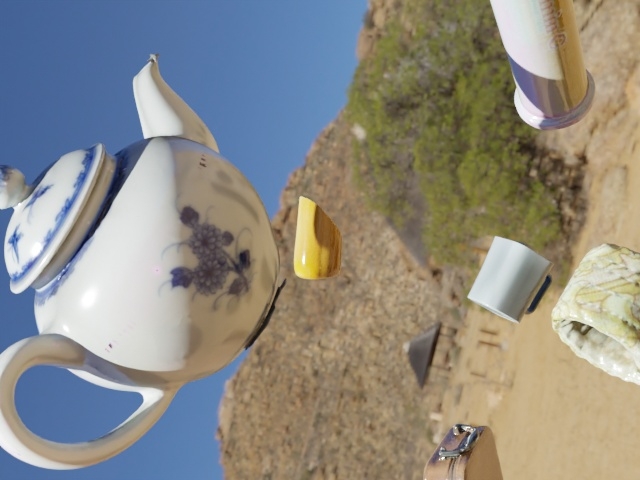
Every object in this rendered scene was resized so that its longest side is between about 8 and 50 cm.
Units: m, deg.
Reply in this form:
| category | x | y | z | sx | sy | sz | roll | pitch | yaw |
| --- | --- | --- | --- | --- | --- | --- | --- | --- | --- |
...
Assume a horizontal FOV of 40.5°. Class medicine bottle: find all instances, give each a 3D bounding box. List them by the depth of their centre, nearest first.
| category | x | y | z | sx | sy | sz | roll | pitch | yaw |
| --- | --- | --- | --- | --- | --- | --- | --- | --- | --- |
| medicine bottle | 0.247 | -0.287 | 1.010 | 0.426 | 0.108 | 0.108 | 51 | -128 | -56 |

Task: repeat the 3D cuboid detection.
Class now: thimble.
| category | x | y | z | sx | sy | sz | roll | pitch | yaw |
| --- | --- | --- | --- | --- | --- | --- | --- | --- | --- |
| thimble | 0.451 | 0.111 | 1.288 | 0.143 | 0.190 | 0.137 | -52 | -3 | -24 |

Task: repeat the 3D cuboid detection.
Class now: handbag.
| category | x | y | z | sx | sy | sz | roll | pitch | yaw |
| --- | --- | --- | --- | --- | --- | --- | --- | --- | --- |
| handbag | 0.223 | 0.369 | 1.331 | 0.193 | 0.072 | 0.151 | -21 | -78 | -62 |

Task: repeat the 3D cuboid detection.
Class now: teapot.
| category | x | y | z | sx | sy | sz | roll | pitch | yaw |
| --- | --- | --- | --- | --- | --- | --- | --- | --- | --- |
| teapot | -0.191 | 0.009 | 0.829 | 0.252 | 0.280 | 0.424 | -25 | 41 | 51 |

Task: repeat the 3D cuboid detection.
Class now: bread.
| category | x | y | z | sx | sy | sz | roll | pitch | yaw |
| --- | --- | --- | --- | --- | --- | --- | --- | --- | --- |
| bread | 0.001 | -0.001 | 1.082 | 0.049 | 0.062 | 0.103 | -165 | 79 | -67 |

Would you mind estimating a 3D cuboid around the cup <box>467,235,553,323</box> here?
| category | x | y | z | sx | sy | sz | roll | pitch | yaw |
| --- | --- | --- | --- | --- | --- | --- | --- | --- | --- |
| cup | 0.343 | 0.073 | 1.523 | 0.130 | 0.128 | 0.095 | -62 | 25 | -1 |
